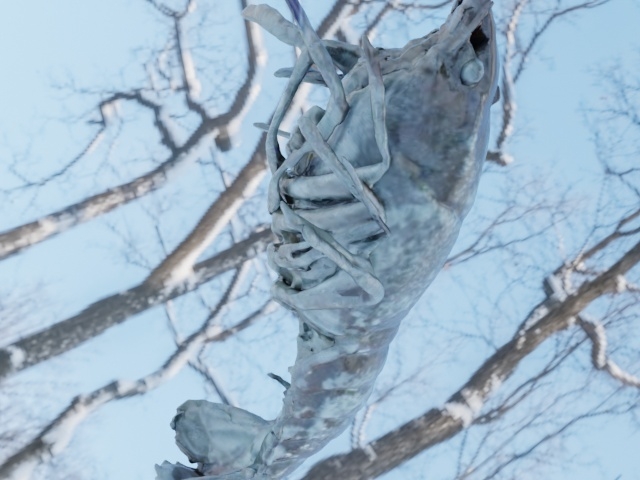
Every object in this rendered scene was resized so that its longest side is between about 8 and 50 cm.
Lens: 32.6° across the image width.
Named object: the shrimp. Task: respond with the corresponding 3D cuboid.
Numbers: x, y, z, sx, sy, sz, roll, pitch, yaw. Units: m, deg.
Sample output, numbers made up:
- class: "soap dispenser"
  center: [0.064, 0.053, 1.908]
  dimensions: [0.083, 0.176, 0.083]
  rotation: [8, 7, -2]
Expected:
- class: "shrimp"
  center: [0.005, -0.001, 0.679]
  dimensions: [0.166, 0.221, 0.411]
  rotation: [14, -64, 3]
